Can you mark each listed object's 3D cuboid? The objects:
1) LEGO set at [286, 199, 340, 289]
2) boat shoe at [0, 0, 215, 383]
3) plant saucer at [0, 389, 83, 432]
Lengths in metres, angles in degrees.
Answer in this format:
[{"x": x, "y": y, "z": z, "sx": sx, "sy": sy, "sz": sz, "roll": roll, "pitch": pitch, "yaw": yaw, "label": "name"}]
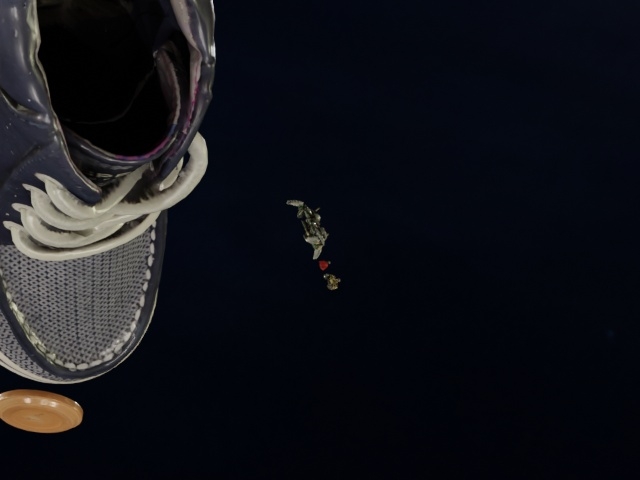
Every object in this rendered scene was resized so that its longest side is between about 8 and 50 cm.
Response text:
[{"x": 0.000, "y": 0.001, "z": 1.305, "sx": 0.023, "sy": 0.083, "sz": 0.054, "roll": -27, "pitch": -157, "yaw": 4, "label": "LEGO set"}, {"x": -0.110, "y": -0.034, "z": 0.663, "sx": 0.127, "sy": 0.340, "sz": 0.158, "roll": -26, "pitch": -136, "yaw": -19, "label": "boat shoe"}, {"x": -0.265, "y": 0.162, "z": 1.464, "sx": 0.083, "sy": 0.083, "sz": 0.013, "roll": 7, "pitch": -119, "yaw": -7, "label": "plant saucer"}]
